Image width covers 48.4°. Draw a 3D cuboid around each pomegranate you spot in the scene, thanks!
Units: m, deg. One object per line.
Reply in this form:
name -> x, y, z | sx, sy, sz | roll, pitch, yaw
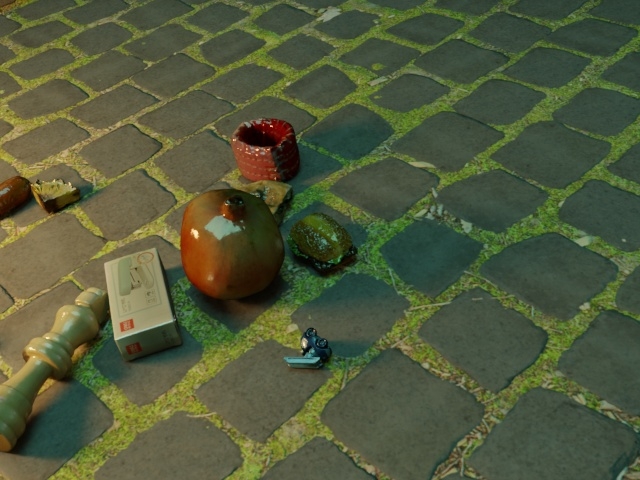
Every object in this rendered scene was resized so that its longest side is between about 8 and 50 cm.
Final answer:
pomegranate -> -0.198, -0.003, 1.582 | 0.229, 0.270, 0.252 | -7, 48, -11

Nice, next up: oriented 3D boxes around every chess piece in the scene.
chess piece -> -0.573, 0.246, 1.495 | 0.117, 0.117, 0.397 | 9, 43, 19

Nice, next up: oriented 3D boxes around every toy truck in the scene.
toy truck -> -0.027, 0.231, 1.458 | 0.090, 0.056, 0.073 | -39, 55, -13

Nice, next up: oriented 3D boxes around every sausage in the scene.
sausage -> -0.937, -0.089, 1.947 | 0.302, 0.076, 0.103 | -25, 46, -17

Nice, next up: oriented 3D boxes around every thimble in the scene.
thimble -> -0.149, -0.249, 1.951 | 0.189, 0.125, 0.163 | 27, 54, 34

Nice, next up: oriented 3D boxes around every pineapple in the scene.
pineapple -> -0.734, -0.124, 1.958 | 0.137, 0.069, 0.116 | -2, 41, 5

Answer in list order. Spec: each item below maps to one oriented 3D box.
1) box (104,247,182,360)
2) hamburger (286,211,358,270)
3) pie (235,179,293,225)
box -> -0.400, 0.138, 1.601 | 0.135, 0.079, 0.269 | -17, 42, -9
hamburger -> 0.000, 0.000, 1.678 | 0.137, 0.087, 0.166 | -29, 46, -21
pie -> -0.172, -0.087, 1.833 | 0.185, 0.052, 0.218 | 0, 40, 18
